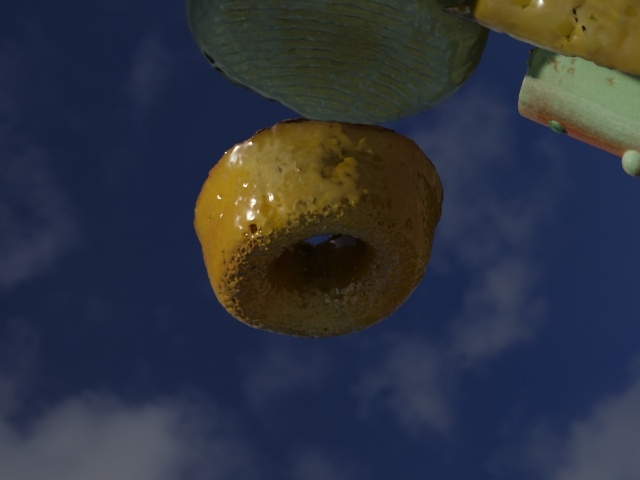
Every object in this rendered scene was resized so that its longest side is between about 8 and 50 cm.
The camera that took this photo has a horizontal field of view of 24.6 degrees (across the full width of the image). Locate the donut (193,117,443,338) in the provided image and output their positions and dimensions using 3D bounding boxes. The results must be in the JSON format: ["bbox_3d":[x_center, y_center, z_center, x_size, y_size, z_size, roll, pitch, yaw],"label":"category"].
[{"bbox_3d":[0.000,0.002,1.548,0.277,0.278,0.108,40,-147,-41],"label":"donut"}]

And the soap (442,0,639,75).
[{"bbox_3d":[0.253,-0.228,0.816,0.304,0.339,0.169,-54,-26,-26],"label":"soap"}]

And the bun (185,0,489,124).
[{"bbox_3d":[0.012,-0.163,0.937,0.195,0.195,0.118,39,-134,-42],"label":"bun"}]

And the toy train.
[{"bbox_3d":[0.310,-0.128,1.272,0.177,0.285,0.116,-57,-23,-14],"label":"toy train"}]
